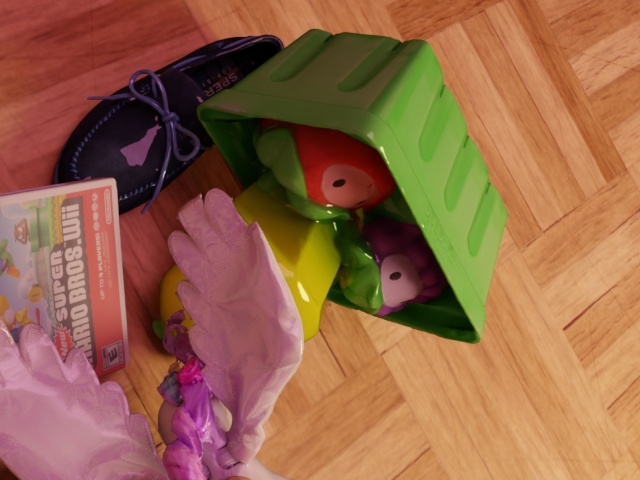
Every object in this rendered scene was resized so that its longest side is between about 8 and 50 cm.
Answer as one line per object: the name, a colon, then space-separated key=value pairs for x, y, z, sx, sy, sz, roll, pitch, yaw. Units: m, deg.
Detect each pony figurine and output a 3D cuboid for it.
pony figurine: x=-0.104 y=0.174 z=1.116 sx=0.351 sy=0.303 sz=0.363 roll=57 pitch=4 yaw=11

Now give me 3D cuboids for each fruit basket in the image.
fruit basket: x=0.000 y=0.000 z=1.331 sx=0.392 sy=0.283 sz=0.392 roll=-19 pitch=115 yaw=-47

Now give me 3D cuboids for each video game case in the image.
video game case: x=-0.278 y=0.054 z=1.166 sx=0.285 sy=0.025 sz=0.204 roll=-18 pitch=107 yaw=-63

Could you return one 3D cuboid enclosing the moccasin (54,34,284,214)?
moccasin: x=-0.167 y=-0.154 z=1.387 sx=0.138 sy=0.117 sz=0.342 roll=49 pitch=50 yaw=-13
